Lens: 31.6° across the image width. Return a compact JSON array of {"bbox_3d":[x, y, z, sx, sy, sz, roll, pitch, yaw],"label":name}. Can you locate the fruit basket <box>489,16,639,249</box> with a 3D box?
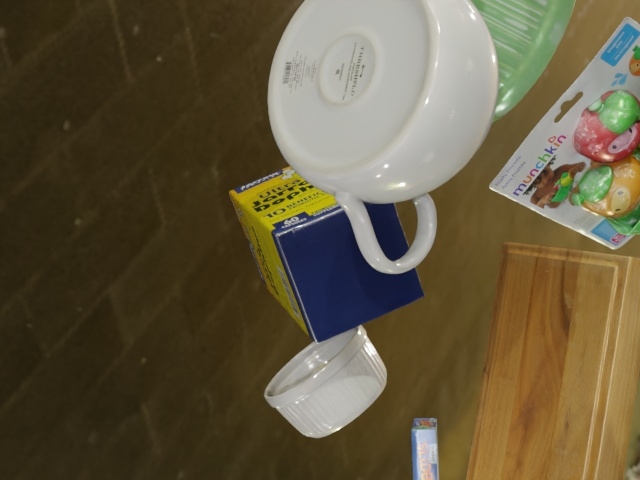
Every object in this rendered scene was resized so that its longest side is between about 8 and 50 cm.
[{"bbox_3d":[0.480,-0.144,1.768,0.353,0.165,0.327,20,116,-43],"label":"fruit basket"}]

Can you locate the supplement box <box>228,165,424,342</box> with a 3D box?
[{"bbox_3d":[0.000,0.000,1.876,0.194,0.356,0.195,-23,108,-10],"label":"supplement box"}]

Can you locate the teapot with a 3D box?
[{"bbox_3d":[0.084,-0.140,1.128,0.187,0.252,0.256,17,126,-47],"label":"teapot"}]

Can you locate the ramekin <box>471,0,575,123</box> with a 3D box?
[{"bbox_3d":[0.191,-0.312,1.520,0.303,0.148,0.303,-47,-150,39],"label":"ramekin"}]

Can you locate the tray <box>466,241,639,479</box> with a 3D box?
[{"bbox_3d":[0.311,0.216,1.513,0.076,0.203,0.410,11,88,-44],"label":"tray"}]

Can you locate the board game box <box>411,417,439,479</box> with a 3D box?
[{"bbox_3d":[0.146,0.351,1.545,0.136,0.035,0.201,20,68,-84],"label":"board game box"}]

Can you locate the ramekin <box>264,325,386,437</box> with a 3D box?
[{"bbox_3d":[0.017,0.243,1.924,0.207,0.109,0.207,-37,-172,6],"label":"ramekin"}]
